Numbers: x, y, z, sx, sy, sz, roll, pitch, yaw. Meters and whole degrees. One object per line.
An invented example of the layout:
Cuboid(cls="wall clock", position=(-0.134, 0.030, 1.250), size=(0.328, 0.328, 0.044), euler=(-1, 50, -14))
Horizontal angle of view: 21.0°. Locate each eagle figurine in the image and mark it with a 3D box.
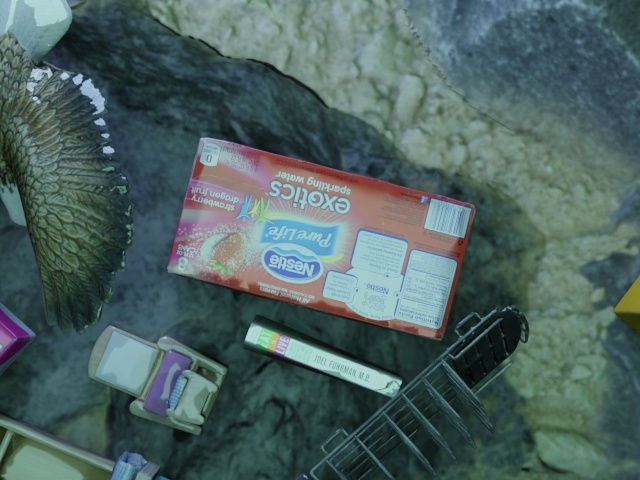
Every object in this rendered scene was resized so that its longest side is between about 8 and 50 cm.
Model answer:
Cuboid(cls="eagle figurine", position=(-0.280, -0.070, 1.505), size=(0.226, 0.298, 0.225), euler=(-33, 122, 24))

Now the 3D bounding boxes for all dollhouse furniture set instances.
Cuboid(cls="dollhouse furniture set", position=(-0.227, 0.202, 1.471), size=(0.198, 0.303, 0.286), euler=(23, 88, -1))

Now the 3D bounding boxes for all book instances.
Cuboid(cls="book", position=(0.002, 0.110, 1.579), size=(0.144, 0.096, 0.035), euler=(21, 88, 0))

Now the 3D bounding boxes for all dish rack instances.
Cuboid(cls="dish rack", position=(0.091, 0.172, 1.531), size=(0.271, 0.208, 0.074), euler=(-41, 74, -3))

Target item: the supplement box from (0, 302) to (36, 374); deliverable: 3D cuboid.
Cuboid(cls="supplement box", position=(-0.377, 0.131, 1.566), size=(0.114, 0.111, 0.220), euler=(44, 88, 1))

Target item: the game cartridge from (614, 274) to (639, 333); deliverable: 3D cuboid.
Cuboid(cls="game cartridge", position=(0.391, -0.049, 1.495), size=(0.053, 0.285, 0.323), euler=(37, 89, 1))

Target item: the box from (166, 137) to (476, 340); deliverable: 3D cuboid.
Cuboid(cls="box", position=(0.000, 0.000, 1.569), size=(0.257, 0.122, 0.128), euler=(14, 88, 0))
